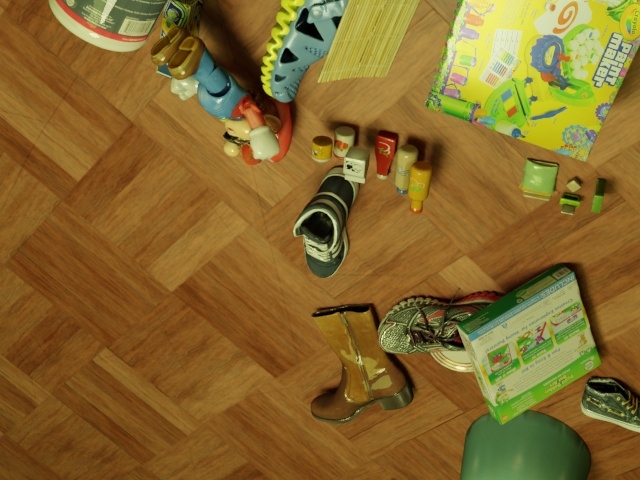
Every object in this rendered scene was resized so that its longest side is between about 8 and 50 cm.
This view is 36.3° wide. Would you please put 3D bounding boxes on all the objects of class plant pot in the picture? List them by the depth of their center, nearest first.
[{"bbox_3d":[0.444,0.563,2.192,0.293,0.235,0.293,12,130,14],"label":"plant pot"}]

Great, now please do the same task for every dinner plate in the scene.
[{"bbox_3d":[0.303,0.230,2.126,0.141,0.017,0.141,12,132,14],"label":"dinner plate"}]

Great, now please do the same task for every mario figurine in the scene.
[{"bbox_3d":[-0.181,-0.234,1.796,0.170,0.198,0.320,-26,134,26],"label":"mario figurine"}]

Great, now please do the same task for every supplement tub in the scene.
[{"bbox_3d":[-0.334,-0.482,1.681,0.191,0.191,0.272,33,121,-5],"label":"supplement tub"}]

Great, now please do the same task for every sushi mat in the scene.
[{"bbox_3d":[0.104,-0.393,1.634,0.019,0.151,0.316,60,143,32],"label":"sushi mat"}]

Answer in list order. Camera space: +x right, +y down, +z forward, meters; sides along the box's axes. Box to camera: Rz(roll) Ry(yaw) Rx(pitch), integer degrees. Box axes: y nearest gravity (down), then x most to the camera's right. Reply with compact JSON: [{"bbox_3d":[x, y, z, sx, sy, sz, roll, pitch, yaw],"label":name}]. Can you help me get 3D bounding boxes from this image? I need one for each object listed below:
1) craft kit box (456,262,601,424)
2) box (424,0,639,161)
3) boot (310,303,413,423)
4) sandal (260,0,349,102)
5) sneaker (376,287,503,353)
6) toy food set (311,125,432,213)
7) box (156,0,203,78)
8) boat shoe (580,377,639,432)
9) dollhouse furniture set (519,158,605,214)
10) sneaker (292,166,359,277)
[{"bbox_3d":[0.417,0.206,1.933,0.249,0.061,0.247,-29,117,-9],"label":"craft kit box"},{"bbox_3d":[0.349,-0.323,1.544,0.279,0.177,0.290,21,132,6],"label":"box"},{"bbox_3d":[0.046,0.283,2.227,0.264,0.096,0.280,-12,121,31],"label":"boot"},{"bbox_3d":[-0.012,-0.364,1.708,0.138,0.126,0.317,23,134,-1],"label":"sandal"},{"bbox_3d":[0.247,0.181,2.033,0.299,0.112,0.121,-16,110,30],"label":"sneaker"},{"bbox_3d":[0.098,-0.136,1.848,0.232,0.111,0.105,12,131,10],"label":"toy food set"},{"bbox_3d":[-0.265,-0.386,1.835,0.054,0.059,0.169,23,132,8],"label":"box"},{"bbox_3d":[0.639,0.343,2.041,0.183,0.065,0.083,10,132,17],"label":"boat shoe"},{"bbox_3d":[0.437,-0.091,1.777,0.151,0.058,0.076,12,130,14],"label":"dollhouse furniture set"},{"bbox_3d":[0.000,0.000,1.974,0.099,0.153,0.282,20,132,8],"label":"sneaker"}]
